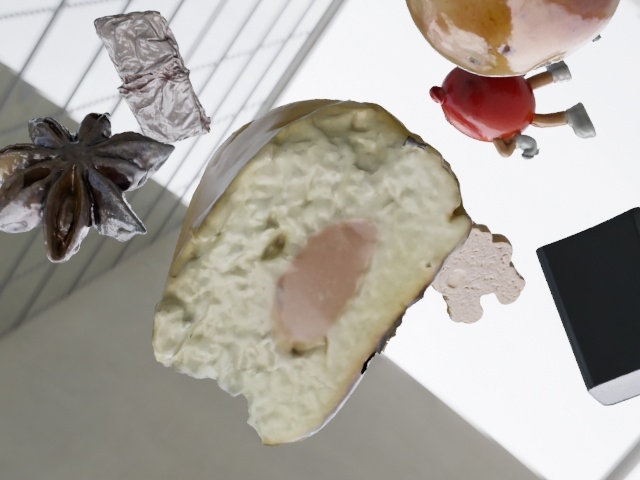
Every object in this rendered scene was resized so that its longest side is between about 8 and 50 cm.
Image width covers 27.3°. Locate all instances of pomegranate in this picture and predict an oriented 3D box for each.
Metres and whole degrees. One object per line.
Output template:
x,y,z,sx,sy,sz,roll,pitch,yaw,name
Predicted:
0.163,-0.234,1.120,0.191,0.191,0.191,31,-159,-13,pomegranate

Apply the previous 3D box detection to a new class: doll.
0.255,-0.188,1.826,0.217,0.085,0.183,-7,-120,-14,doll

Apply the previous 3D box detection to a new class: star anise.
-0.353,-0.091,1.959,0.315,0.108,0.315,5,-138,-5,star anise

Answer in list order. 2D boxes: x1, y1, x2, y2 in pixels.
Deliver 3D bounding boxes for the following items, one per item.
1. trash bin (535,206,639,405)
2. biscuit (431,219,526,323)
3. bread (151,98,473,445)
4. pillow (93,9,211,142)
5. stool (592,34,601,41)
0.419,0.096,1.837,0.115,0.165,0.225,38,-146,-53,trash bin
0.243,0.047,2.103,0.040,0.144,0.236,56,177,42,biscuit
0.000,0.006,0.990,0.184,0.211,0.224,35,-130,-15,bread
-0.276,-0.263,2.171,0.049,0.135,0.248,-72,-31,-46,pillow
0.408,-0.444,1.797,0.170,0.244,0.269,63,-179,-40,stool
